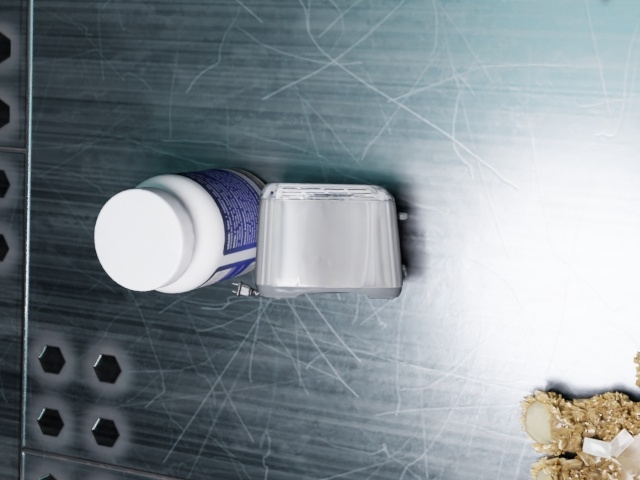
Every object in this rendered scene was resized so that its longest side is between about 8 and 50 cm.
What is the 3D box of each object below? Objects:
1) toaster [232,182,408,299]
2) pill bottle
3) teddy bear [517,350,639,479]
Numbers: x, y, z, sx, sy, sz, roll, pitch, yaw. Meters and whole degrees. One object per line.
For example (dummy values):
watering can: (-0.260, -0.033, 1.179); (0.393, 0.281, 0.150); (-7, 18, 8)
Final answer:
toaster: (0.000, 0.000, 1.459); (0.227, 0.129, 0.146); (1, 91, -6)
pill bottle: (-0.170, -0.014, 1.476); (0.153, 0.264, 0.153); (2, 97, 21)
teddy bear: (0.403, 0.253, 1.375); (0.338, 0.113, 0.245); (-27, 79, 30)
